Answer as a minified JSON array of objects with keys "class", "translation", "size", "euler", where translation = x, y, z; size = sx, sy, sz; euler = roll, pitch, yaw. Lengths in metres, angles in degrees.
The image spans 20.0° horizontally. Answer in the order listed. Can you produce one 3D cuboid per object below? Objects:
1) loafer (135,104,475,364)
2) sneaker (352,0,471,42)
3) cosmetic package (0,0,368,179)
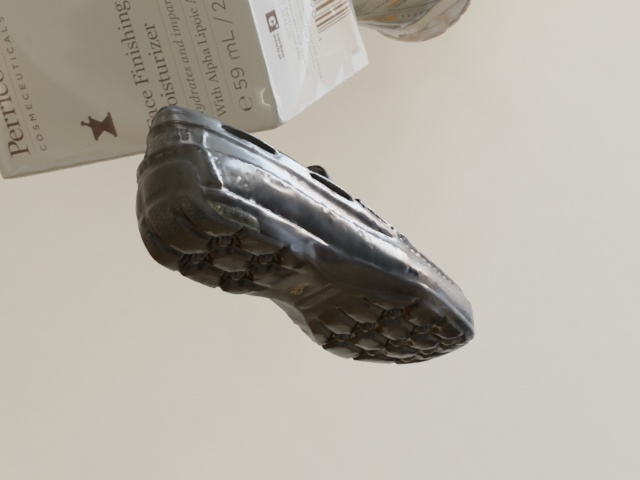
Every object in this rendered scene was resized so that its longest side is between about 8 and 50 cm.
[{"class":"loafer","translation":[0.000,0.000,0.887],"size":[0.076,0.078,0.223],"euler":[-26,-37,32]},{"class":"sneaker","translation":[0.087,-0.236,1.169],"size":[0.121,0.099,0.262],"euler":[-5,-45,-53]},{"class":"cosmetic package","translation":[-0.095,-0.138,1.042],"size":[0.184,0.151,0.151],"euler":[-10,15,24]}]
